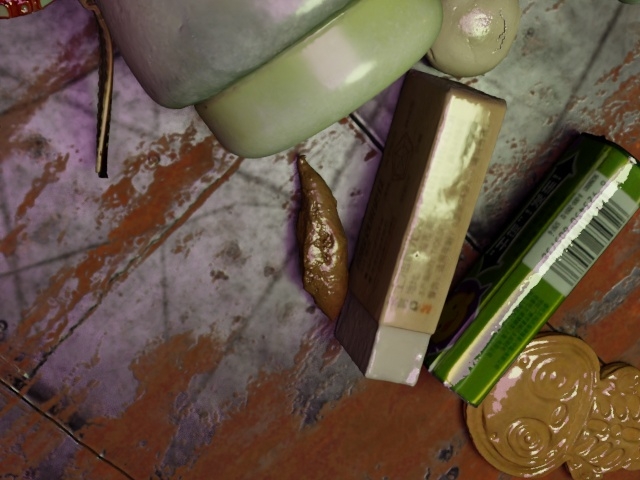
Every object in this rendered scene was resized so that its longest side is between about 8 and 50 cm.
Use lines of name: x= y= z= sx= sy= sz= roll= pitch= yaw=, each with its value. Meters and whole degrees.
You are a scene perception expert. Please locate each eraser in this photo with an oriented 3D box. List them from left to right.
eraser: x=0.108 y=-0.016 z=1.325 sx=0.078 sy=0.144 sz=0.343 roll=12 pitch=103 yaw=-18

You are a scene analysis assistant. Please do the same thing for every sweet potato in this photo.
sweet potato: x=0.000 y=0.000 z=1.350 sx=0.068 sy=0.060 sz=0.206 roll=-17 pitch=102 yaw=-48

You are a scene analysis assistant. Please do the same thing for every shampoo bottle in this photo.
shampoo bottle: x=-0.059 y=-0.266 z=1.121 sx=0.322 sy=0.322 sz=0.317 roll=-35 pitch=100 yaw=-2

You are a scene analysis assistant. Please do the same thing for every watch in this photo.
watch: x=-0.292 y=-0.166 z=1.166 sx=0.165 sy=0.102 sz=0.268 roll=-12 pitch=134 yaw=-21

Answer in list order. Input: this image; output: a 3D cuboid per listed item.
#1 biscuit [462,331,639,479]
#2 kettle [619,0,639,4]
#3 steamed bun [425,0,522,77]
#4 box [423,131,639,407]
biscuit: x=0.323 y=0.228 z=1.501 sx=0.288 sy=0.044 sz=0.202 roll=22 pitch=99 yaw=-16
kettle: x=0.343 y=-0.470 z=1.179 sx=0.319 sy=0.247 sz=0.342 roll=-28 pitch=108 yaw=41
steamed bun: x=0.167 y=-0.248 z=1.299 sx=0.112 sy=0.091 sz=0.130 roll=12 pitch=103 yaw=-15
box: x=0.255 y=0.033 z=1.379 sx=0.097 sy=0.134 sz=0.345 roll=37 pitch=94 yaw=-16
